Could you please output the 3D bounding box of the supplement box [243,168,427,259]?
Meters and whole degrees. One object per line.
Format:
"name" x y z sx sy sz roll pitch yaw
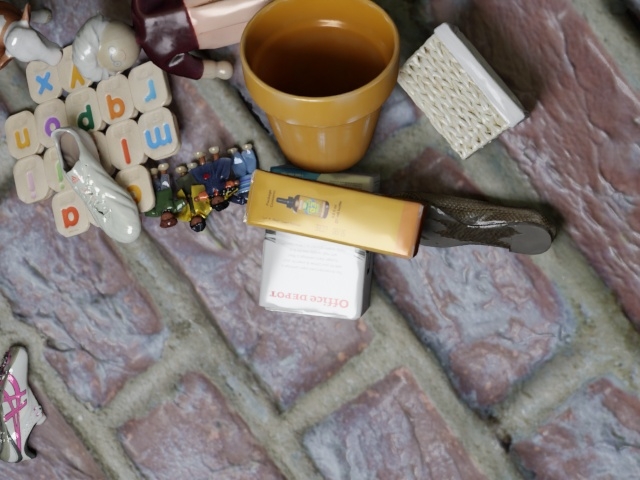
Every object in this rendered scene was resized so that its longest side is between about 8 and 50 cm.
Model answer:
"supplement box" 0.021 -0.037 1.490 0.234 0.080 0.078 12 97 8

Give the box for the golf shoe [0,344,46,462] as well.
"golf shoe" -0.469 0.254 1.735 0.086 0.067 0.186 8 97 -18

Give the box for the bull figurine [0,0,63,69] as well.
"bull figurine" -0.498 -0.297 1.603 0.311 0.188 0.101 5 98 12

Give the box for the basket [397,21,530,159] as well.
"basket" 0.189 -0.198 1.503 0.103 0.113 0.167 -41 87 16

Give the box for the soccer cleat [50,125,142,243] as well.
"soccer cleat" -0.323 -0.078 1.582 0.068 0.076 0.196 -37 75 17

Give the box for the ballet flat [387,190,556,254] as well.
"ballet flat" 0.204 -0.031 1.553 0.250 0.058 0.084 8 134 17

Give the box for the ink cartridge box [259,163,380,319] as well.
"ink cartridge box" 0.000 0.000 1.581 0.148 0.086 0.203 7 98 11

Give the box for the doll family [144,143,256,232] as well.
"doll family" -0.159 -0.067 1.613 0.193 0.076 0.111 -19 73 19

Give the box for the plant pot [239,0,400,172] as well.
"plant pot" 0.003 -0.197 1.488 0.205 0.188 0.205 -2 53 2

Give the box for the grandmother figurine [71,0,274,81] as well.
"grandmother figurine" -0.180 -0.305 1.533 0.343 0.104 0.207 -18 113 2

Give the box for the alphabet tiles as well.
"alphabet tiles" -0.339 -0.157 1.646 0.284 0.021 0.277 -17 81 20
